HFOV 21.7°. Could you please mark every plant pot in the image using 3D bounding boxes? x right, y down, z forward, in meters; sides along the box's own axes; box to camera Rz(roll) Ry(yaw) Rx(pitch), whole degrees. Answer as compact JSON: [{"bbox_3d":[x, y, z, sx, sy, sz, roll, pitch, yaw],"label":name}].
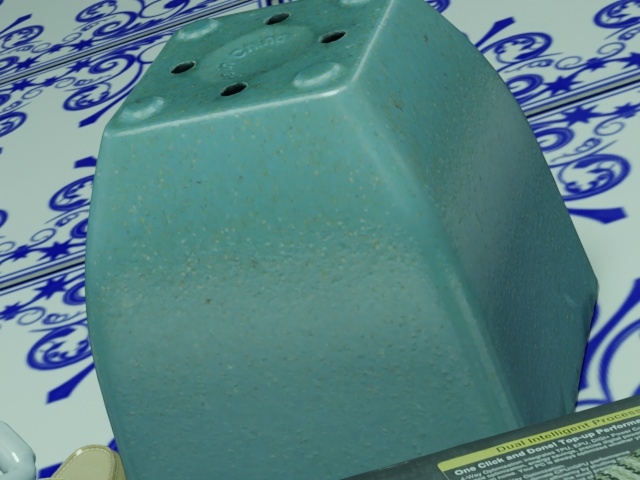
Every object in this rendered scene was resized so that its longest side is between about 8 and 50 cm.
[{"bbox_3d":[0.000,0.000,0.961,0.247,0.252,0.247,-9,29,21],"label":"plant pot"}]

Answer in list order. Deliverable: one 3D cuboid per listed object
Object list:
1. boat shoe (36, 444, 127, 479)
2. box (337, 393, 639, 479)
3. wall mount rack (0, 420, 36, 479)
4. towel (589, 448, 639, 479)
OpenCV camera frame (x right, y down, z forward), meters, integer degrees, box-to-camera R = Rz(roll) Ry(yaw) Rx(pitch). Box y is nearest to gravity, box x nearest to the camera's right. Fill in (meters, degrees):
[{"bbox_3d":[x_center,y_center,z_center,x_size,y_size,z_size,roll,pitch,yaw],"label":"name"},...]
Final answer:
[{"bbox_3d":[-0.154,0.166,0.965,0.063,0.059,0.170,-10,28,18],"label":"boat shoe"},{"bbox_3d":[0.133,0.178,0.641,0.394,0.097,0.318,-14,27,-13],"label":"box"},{"bbox_3d":[-0.287,0.131,0.835,0.304,0.350,0.130,32,30,27],"label":"wall mount rack"},{"bbox_3d":[0.209,0.146,0.536,0.324,0.056,0.312,-26,30,-29],"label":"towel"}]
